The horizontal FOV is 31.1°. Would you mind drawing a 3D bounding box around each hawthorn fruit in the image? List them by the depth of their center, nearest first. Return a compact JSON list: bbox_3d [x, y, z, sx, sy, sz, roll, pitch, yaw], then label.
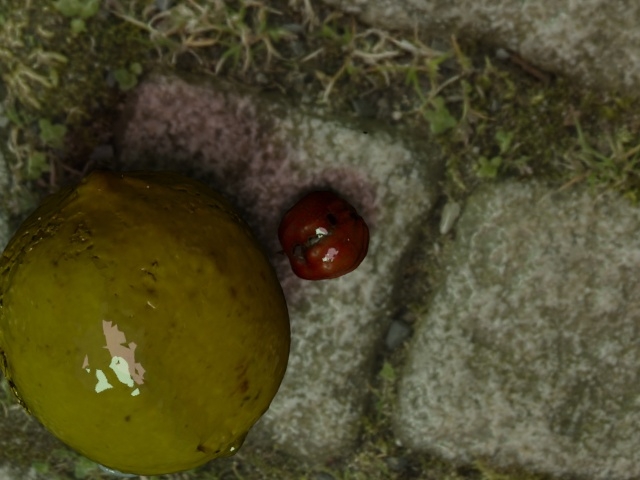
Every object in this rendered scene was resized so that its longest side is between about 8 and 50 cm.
[{"bbox_3d":[0.000,0.000,1.097,0.093,0.093,0.093,0,115,0],"label":"hawthorn fruit"}]

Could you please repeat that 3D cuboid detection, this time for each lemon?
[{"bbox_3d":[-0.157,0.079,1.038,0.258,0.258,0.310,-21,118,9],"label":"lemon"}]

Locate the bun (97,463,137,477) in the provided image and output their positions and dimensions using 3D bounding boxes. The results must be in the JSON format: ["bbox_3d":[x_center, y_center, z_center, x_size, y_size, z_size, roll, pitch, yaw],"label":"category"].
[{"bbox_3d":[-0.204,0.211,1.214,0.083,0.045,0.083,-1,112,-1],"label":"bun"}]
